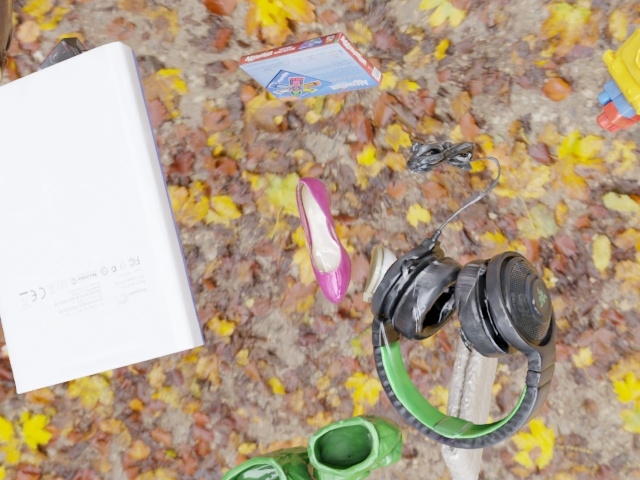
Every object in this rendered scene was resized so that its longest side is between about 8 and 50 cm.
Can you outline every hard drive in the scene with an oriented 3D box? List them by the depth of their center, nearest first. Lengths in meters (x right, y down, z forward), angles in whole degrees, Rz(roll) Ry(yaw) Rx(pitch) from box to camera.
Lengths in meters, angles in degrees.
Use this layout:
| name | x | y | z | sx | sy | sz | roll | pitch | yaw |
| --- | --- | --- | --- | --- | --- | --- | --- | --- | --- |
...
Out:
| name | x | y | z | sx | sy | sz | roll | pitch | yaw |
| --- | --- | --- | --- | --- | --- | --- | --- | --- | --- |
| hard drive | -0.257 | -0.021 | 0.729 | 0.210 | 0.040 | 0.319 | -16 | 84 | 14 |

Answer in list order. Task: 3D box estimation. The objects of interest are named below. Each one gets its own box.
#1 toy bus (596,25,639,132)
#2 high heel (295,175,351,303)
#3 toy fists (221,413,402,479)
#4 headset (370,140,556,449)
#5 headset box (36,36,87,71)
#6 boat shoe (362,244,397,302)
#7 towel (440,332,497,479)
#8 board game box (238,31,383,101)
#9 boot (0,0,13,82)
| name | x | y | z | sx | sy | sz | roll | pitch | yaw |
| --- | --- | --- | --- | --- | --- | --- | --- | --- | --- |
| toy bus | 0.524 | -0.241 | 1.042 | 0.211 | 0.220 | 0.150 | -43 | 58 | 38 |
| high heel | 0.000 | 0.000 | 1.317 | 0.082 | 0.117 | 0.244 | -5 | 87 | 22 |
| toy fists | -0.007 | 0.336 | 1.030 | 0.279 | 0.142 | 0.096 | -28 | 74 | 13 |
| headset | 0.163 | 0.074 | 0.875 | 0.243 | 0.185 | 0.395 | 8 | 100 | 39 |
| headset box | -0.372 | -0.247 | 1.016 | 0.083 | 0.032 | 0.062 | -33 | 92 | 29 |
| boat shoe | 0.158 | 0.086 | 1.562 | 0.103 | 0.302 | 0.113 | 14 | 79 | 5 |
| towel | 0.241 | 0.244 | 1.116 | 0.049 | 0.282 | 0.187 | 4 | 147 | 23 |
| board game box | -0.024 | -0.347 | 1.415 | 0.145 | 0.281 | 0.027 | 36 | 65 | -42 |
| boot | -0.385 | -0.268 | 0.768 | 0.090 | 0.248 | 0.207 | 9 | 86 | -22 |
